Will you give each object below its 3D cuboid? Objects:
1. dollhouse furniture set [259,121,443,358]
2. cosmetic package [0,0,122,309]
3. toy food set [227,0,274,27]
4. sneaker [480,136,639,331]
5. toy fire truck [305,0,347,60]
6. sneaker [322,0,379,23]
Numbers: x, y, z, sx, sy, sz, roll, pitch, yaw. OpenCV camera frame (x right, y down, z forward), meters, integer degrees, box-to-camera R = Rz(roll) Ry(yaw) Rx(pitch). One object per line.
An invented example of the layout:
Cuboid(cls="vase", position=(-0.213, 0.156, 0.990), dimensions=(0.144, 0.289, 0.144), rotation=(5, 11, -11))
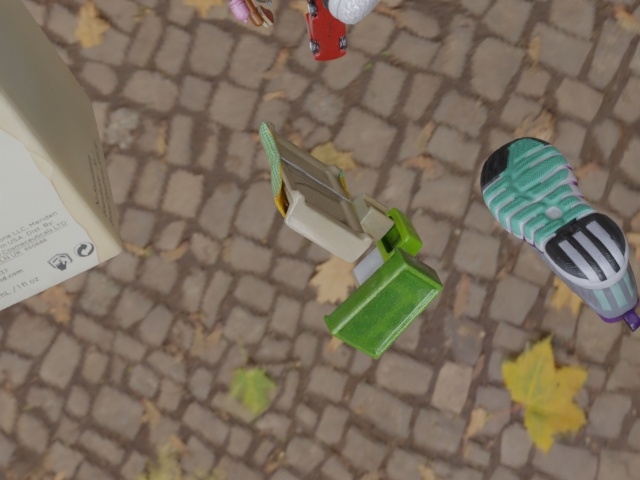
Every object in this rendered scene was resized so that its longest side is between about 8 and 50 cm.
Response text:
Cuboid(cls="dollhouse furniture set", position=(0.000, 0.000, 1.898), dimensions=(0.301, 0.197, 0.151), rotation=(32, 112, -34))
Cuboid(cls="cosmetic package", position=(-0.238, -0.113, 0.765), dimensions=(0.113, 0.160, 0.309), rotation=(-24, 138, 4))
Cuboid(cls="toy food set", position=(-0.096, -0.302, 1.705), dimensions=(0.019, 0.122, 0.078), rotation=(-26, 63, 22))
Cuboid(cls="sneaker", position=(0.211, -0.004, 1.198), dimensions=(0.083, 0.223, 0.098), rotation=(-30, 126, 4))
Cuboid(cls="toy fire truck", position=(-0.003, -0.335, 1.680), dimensions=(0.047, 0.135, 0.192), rotation=(-10, 141, -5))
Cuboid(cls="sneaker", position=(0.052, -0.430, 1.418), dimensions=(0.210, 0.137, 0.365), rotation=(33, 104, 1))
